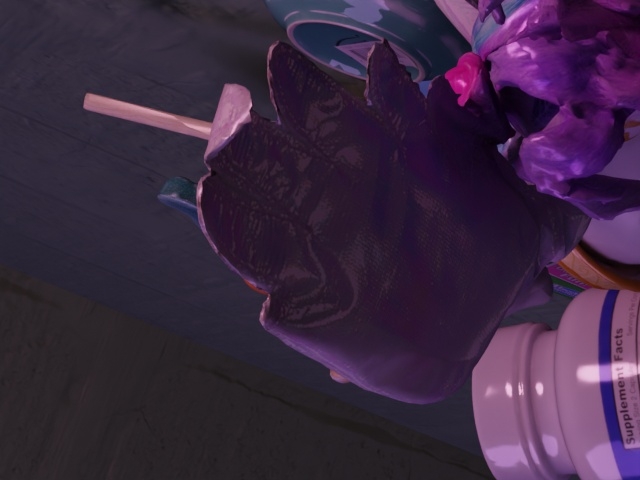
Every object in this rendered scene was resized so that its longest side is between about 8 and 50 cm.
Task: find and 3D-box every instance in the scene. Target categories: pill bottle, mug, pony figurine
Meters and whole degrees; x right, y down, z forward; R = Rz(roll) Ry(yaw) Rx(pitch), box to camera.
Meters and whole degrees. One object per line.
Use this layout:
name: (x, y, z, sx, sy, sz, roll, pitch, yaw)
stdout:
pill bottle: (0.246, 0.097, 1.200, 0.272, 0.152, 0.152, -10, 155, 25)
mug: (0.031, -0.141, 0.907, 0.129, 0.097, 0.158, 17, 168, 13)
pony figurine: (0.104, -0.058, 0.727, 0.363, 0.303, 0.351, -18, 141, 21)

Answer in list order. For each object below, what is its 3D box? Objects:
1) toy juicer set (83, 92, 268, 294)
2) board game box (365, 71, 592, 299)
toy juicer set: (0.000, 0.000, 1.284, 0.209, 0.089, 0.329, 9, 163, 42)
board game box: (0.140, -0.043, 1.249, 0.242, 0.064, 0.316, 20, 168, -5)
